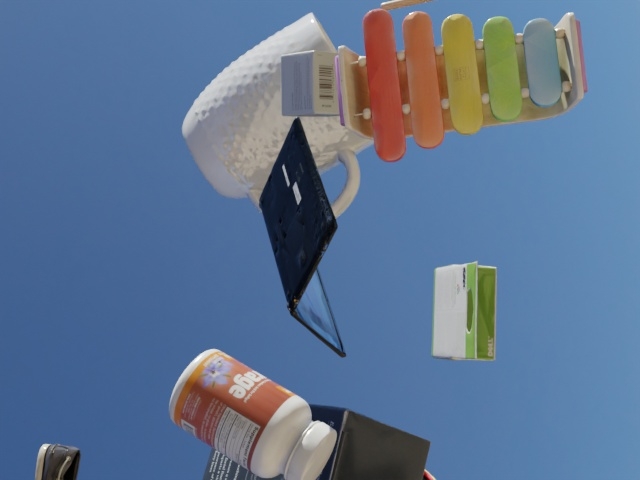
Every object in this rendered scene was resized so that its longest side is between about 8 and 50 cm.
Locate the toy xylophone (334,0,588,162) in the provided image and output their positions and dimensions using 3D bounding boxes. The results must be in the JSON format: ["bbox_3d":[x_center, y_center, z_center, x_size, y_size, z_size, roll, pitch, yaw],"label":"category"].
[{"bbox_3d":[0.174,-0.236,1.223,0.081,0.322,0.236,38,-141,-75],"label":"toy xylophone"}]

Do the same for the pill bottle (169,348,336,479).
[{"bbox_3d":[-0.091,0.249,1.296,0.121,0.216,0.121,-51,-22,-31],"label":"pill bottle"}]

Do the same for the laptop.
[{"bbox_3d":[0.000,0.000,1.376,0.136,0.234,0.264,6,-48,-25],"label":"laptop"}]

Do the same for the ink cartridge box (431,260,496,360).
[{"bbox_3d":[0.300,0.142,1.832,0.096,0.255,0.189,3,-96,-11],"label":"ink cartridge box"}]

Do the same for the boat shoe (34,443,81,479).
[{"bbox_3d":[-0.415,0.426,1.485,0.075,0.064,0.206,75,-167,-73],"label":"boat shoe"}]

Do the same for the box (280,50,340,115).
[{"bbox_3d":[-0.002,-0.254,1.536,0.102,0.087,0.101,-5,-85,-43],"label":"box"}]

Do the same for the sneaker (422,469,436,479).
[{"bbox_3d":[0.147,0.459,1.879,0.094,0.208,0.082,123,168,-74],"label":"sneaker"}]

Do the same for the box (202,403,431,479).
[{"bbox_3d":[-0.031,0.462,1.718,0.212,0.395,0.294,26,-109,-32],"label":"box"}]

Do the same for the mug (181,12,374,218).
[{"bbox_3d":[-0.066,-0.194,1.795,0.374,0.328,0.276,63,-171,17],"label":"mug"}]
